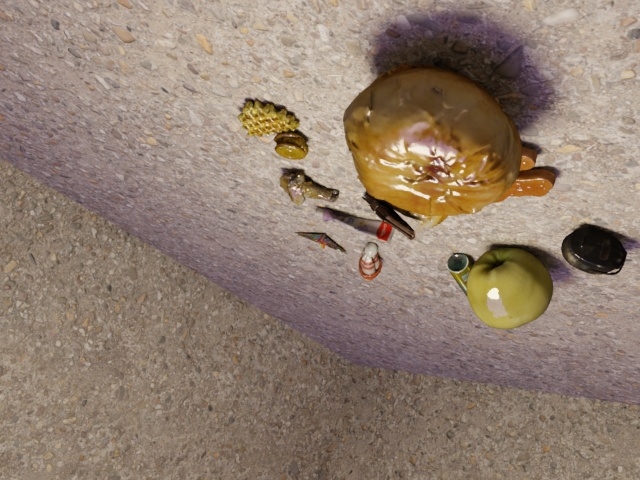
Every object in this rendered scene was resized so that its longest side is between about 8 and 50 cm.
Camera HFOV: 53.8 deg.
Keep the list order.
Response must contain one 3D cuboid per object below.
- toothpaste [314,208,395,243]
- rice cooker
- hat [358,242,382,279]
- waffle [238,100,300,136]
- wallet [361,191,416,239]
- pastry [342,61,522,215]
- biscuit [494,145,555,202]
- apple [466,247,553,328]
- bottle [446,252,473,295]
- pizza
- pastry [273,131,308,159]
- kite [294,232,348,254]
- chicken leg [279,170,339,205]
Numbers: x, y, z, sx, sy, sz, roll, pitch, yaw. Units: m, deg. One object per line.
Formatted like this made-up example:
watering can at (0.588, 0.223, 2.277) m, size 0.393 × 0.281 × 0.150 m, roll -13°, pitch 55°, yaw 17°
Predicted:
toothpaste at (0.116, -0.062, 2.190) m, size 0.300 × 0.075 × 0.048 m, roll 16°, pitch 136°, yaw 23°
rice cooker at (0.747, 0.031, 1.727) m, size 0.165 × 0.112 × 0.106 m, roll 26°, pitch 165°, yaw -4°
hat at (0.188, 0.067, 2.425) m, size 0.093 × 0.112 × 0.162 m, roll -9°, pitch 143°, yaw 4°
waffle at (-0.147, -0.334, 1.800) m, size 0.191 × 0.046 × 0.161 m, roll 16°, pitch 157°, yaw 14°
wallet at (0.207, -0.077, 1.941) m, size 0.124 × 0.042 × 0.230 m, roll 30°, pitch -166°, yaw -23°
pastry at (0.247, -0.223, 1.395) m, size 0.409 × 0.245 × 0.410 m, roll 17°, pitch 157°, yaw 7°
biscuit at (0.434, -0.168, 1.635) m, size 0.202 × 0.047 × 0.333 m, roll 35°, pitch 153°, yaw -31°
apple at (0.594, 0.146, 1.995) m, size 0.262 × 0.262 × 0.262 m, roll 19°, pitch 160°, yaw 7°
bottle at (0.535, 0.145, 2.265) m, size 0.082 × 0.082 × 0.286 m, roll 6°, pitch 154°, yaw 35°
pizza at (0.248, -0.130, 1.880) m, size 0.297 × 0.071 × 0.189 m, roll 32°, pitch 162°, yaw -11°
pastry at (-0.087, -0.276, 1.846) m, size 0.109 × 0.057 × 0.097 m, roll 6°, pitch 167°, yaw 9°
kite at (0.000, 0.000, 2.537) m, size 0.241 × 0.014 × 0.183 m, roll 19°, pitch 162°, yaw 8°
chicken leg at (-0.044, -0.164, 2.084) m, size 0.196 × 0.081 × 0.125 m, roll 29°, pitch 146°, yaw -20°
